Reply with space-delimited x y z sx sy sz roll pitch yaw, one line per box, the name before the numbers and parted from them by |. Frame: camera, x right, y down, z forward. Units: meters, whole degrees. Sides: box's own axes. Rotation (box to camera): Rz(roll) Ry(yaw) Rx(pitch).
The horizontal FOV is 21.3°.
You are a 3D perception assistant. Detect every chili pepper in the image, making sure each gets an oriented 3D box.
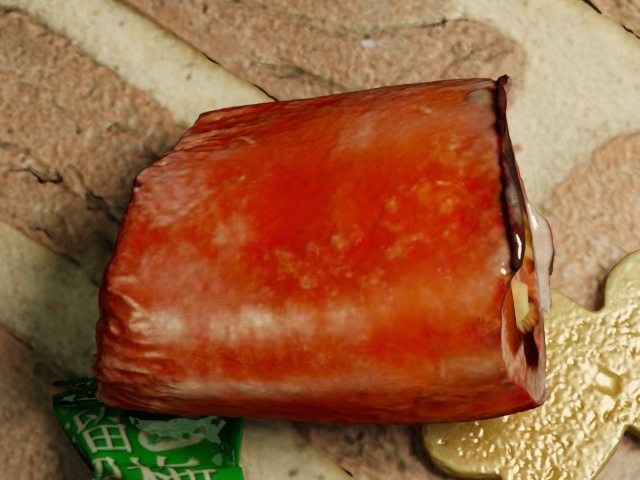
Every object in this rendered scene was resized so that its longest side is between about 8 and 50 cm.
chili pepper | 0.000 0.000 1.138 0.305 0.229 0.251 1 62 11

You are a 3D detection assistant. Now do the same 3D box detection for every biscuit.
biscuit | 0.193 0.101 1.210 0.153 0.030 0.234 39 79 11

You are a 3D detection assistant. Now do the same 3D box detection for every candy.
candy | -0.113 0.175 1.183 0.141 0.078 0.203 -3 54 -9
